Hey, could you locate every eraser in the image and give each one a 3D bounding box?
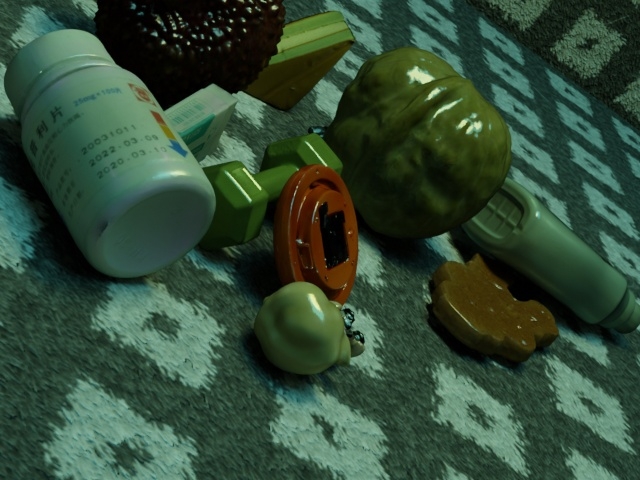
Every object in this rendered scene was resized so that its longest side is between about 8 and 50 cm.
[{"bbox_3d":[-0.190,-0.135,1.809,0.052,0.095,0.225,32,29,7],"label":"eraser"}]

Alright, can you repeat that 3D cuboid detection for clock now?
[{"bbox_3d":[0.000,0.000,1.804,0.205,0.051,0.205,5,85,-63],"label":"clock"}]

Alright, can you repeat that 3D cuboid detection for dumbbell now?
[{"bbox_3d":[-0.078,-0.071,1.848,0.121,0.108,0.302,51,29,7],"label":"dumbbell"}]

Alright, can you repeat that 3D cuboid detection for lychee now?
[{"bbox_3d":[-0.189,-0.319,1.963,0.276,0.276,0.304,43,-2,7],"label":"lychee"}]

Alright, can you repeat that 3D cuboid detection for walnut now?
[{"bbox_3d":[0.148,-0.149,2.158,0.253,0.277,0.282,30,15,-44],"label":"walnut"}]

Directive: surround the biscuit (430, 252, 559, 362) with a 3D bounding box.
[{"bbox_3d":[0.266,0.111,2.148,0.202,0.047,0.334,45,21,14],"label":"biscuit"}]

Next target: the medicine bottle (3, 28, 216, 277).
[{"bbox_3d":[-0.257,-0.110,1.602,0.170,0.170,0.293,10,38,-49],"label":"medicine bottle"}]

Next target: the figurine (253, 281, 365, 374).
[{"bbox_3d":[0.001,0.113,1.684,0.196,0.108,0.114,11,59,-60],"label":"figurine"}]

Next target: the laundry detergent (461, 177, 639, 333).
[{"bbox_3d":[0.422,0.039,2.394,0.398,0.125,0.264,35,5,-31],"label":"laundry detergent"}]

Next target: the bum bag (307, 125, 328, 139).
[{"bbox_3d":[0.048,-0.177,2.334,0.087,0.049,0.197,41,23,15],"label":"bum bag"}]

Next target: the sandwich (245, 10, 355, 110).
[{"bbox_3d":[-0.061,-0.330,2.284,0.144,0.187,0.117,30,24,-36],"label":"sandwich"}]
